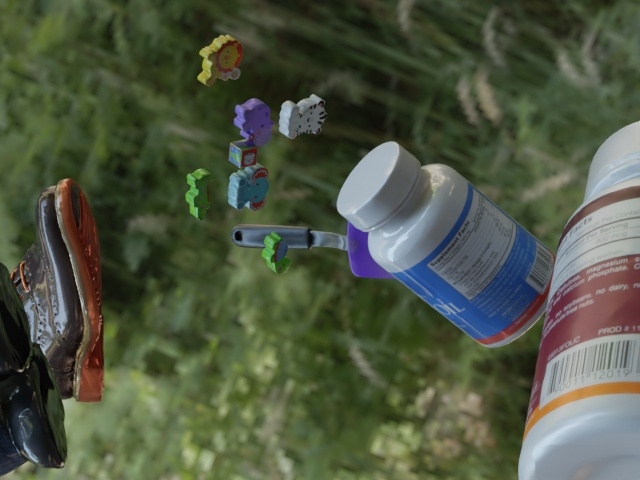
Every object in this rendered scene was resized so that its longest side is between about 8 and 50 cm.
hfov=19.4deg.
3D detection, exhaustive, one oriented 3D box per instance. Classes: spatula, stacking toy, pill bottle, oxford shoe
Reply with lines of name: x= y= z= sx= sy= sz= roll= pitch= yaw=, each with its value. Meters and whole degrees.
spatula: x=0.000 y=0.000 z=2.245 sx=0.296 sy=0.030 sz=0.084 roll=3 pitch=98 yaw=44
stacking toy: x=-0.074 y=-0.092 z=2.035 sx=0.167 sy=0.052 sz=0.221 roll=36 pitch=129 yaw=41
pill bottle: x=0.126 y=0.000 z=1.887 sx=0.124 sy=0.221 sz=0.124 roll=-43 pitch=23 yaw=23
oxford shoe: x=-0.236 y=0.053 z=1.598 sx=0.271 sy=0.098 sz=0.097 roll=95 pitch=171 yaw=-47
pill bottle: x=0.320 y=0.083 z=1.743 sx=0.224 sy=0.224 sz=0.392 roll=119 pitch=171 yaw=-49

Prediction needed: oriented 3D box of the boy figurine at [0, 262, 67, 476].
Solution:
boy figurine: x=-0.267 y=0.117 z=0.910 sx=0.285 sy=0.177 sz=0.092 roll=-23 pitch=23 yaw=2
